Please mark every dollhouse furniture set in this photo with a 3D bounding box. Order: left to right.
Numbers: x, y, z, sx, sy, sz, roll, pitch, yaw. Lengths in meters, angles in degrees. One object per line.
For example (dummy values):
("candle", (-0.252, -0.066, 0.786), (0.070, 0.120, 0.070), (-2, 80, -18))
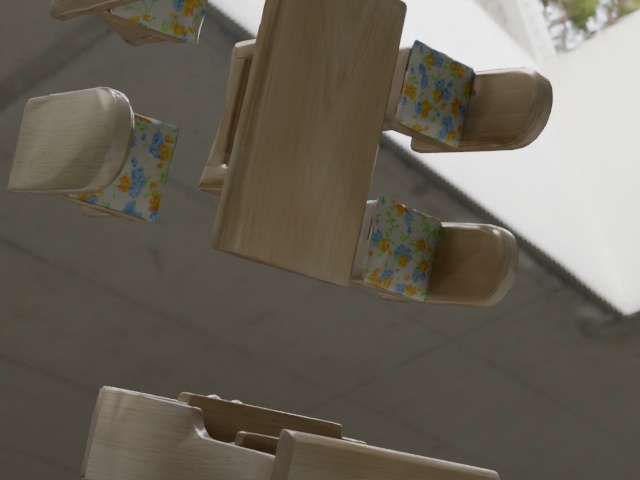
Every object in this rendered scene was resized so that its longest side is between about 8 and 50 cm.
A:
("dollhouse furniture set", (0.000, 0.000, 0.894), (0.362, 0.394, 0.256), (18, -9, -36))
